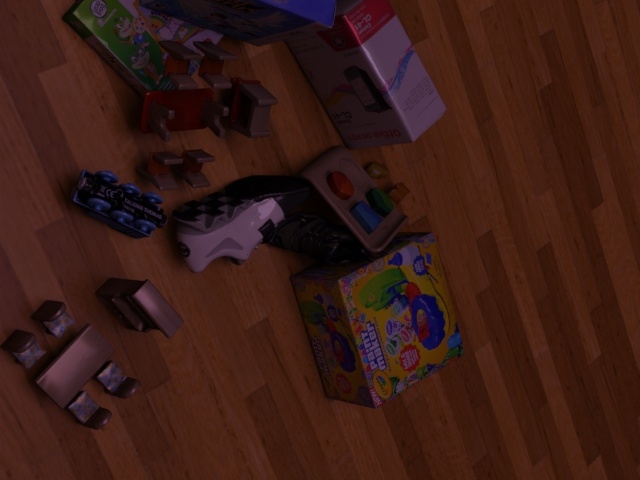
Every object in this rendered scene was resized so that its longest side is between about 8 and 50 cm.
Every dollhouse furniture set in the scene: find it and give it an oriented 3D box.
[{"bbox_3d":[-0.388,0.186,1.763,0.242,0.161,0.212,-50,118,-26],"label":"dollhouse furniture set"},{"bbox_3d":[-0.224,-0.248,1.884,0.259,0.135,0.262,-9,124,-41],"label":"dollhouse furniture set"}]

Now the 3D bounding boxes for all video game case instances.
[{"bbox_3d":[-0.151,-0.433,1.820,0.270,0.244,0.061,12,83,-37],"label":"video game case"}]

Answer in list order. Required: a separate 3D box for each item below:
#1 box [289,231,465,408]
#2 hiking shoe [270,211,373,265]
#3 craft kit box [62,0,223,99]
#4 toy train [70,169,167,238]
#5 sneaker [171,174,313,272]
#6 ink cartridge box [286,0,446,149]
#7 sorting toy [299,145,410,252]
[{"bbox_3d":[0.125,0.163,2.147,0.279,0.177,0.289,-26,106,-33],"label":"box"},{"bbox_3d":[0.000,0.000,2.037,0.227,0.114,0.086,6,109,1],"label":"hiking shoe"},{"bbox_3d":[-0.316,-0.419,1.882,0.246,0.061,0.250,44,65,-26],"label":"craft kit box"},{"bbox_3d":[-0.369,-0.064,1.810,0.184,0.105,0.080,26,66,-35],"label":"toy train"},{"bbox_3d":[-0.151,-0.034,1.987,0.331,0.122,0.146,-23,122,-36],"label":"sneaker"},{"bbox_3d":[0.091,-0.353,2.083,0.131,0.226,0.306,-43,114,-29],"label":"ink cartridge box"},{"bbox_3d":[0.097,-0.112,2.120,0.229,0.041,0.307,46,31,0],"label":"sorting toy"}]
